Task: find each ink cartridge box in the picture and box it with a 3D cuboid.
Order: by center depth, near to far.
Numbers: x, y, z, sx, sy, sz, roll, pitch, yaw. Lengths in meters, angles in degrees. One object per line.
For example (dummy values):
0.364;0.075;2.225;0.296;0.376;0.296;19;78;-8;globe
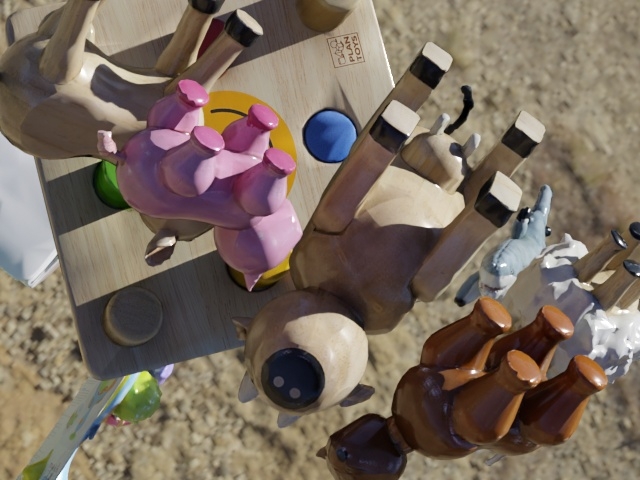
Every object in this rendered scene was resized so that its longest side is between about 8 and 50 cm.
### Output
-0.340;-0.059;1.398;0.207;0.283;0.117;41;83;-7;ink cartridge box

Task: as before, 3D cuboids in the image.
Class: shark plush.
0.175;0.004;1.112;0.161;0.073;0.067;-40;137;-38;shark plush

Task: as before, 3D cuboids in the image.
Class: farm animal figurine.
0.000;0.000;0.714;0.330;0.172;0.327;45;32;12;farm animal figurine

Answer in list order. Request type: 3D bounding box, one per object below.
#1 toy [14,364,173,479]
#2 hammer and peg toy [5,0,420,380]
-0.175;0.139;1.129;0.056;0.137;0.237;41;74;-15;toy
-0.069;-0.109;0.901;0.266;0.127;0.361;-12;86;-15;hammer and peg toy
